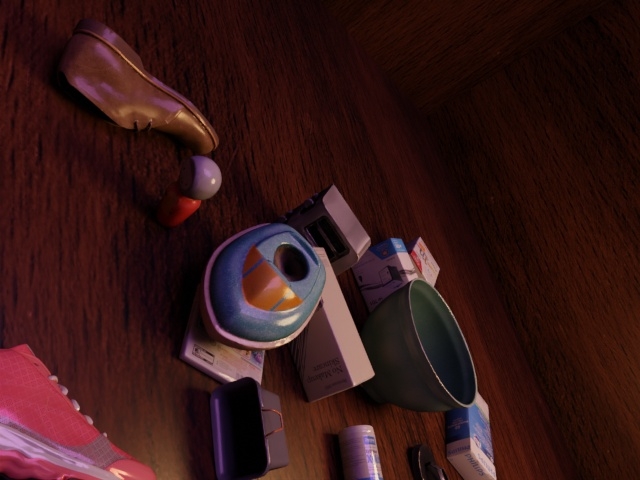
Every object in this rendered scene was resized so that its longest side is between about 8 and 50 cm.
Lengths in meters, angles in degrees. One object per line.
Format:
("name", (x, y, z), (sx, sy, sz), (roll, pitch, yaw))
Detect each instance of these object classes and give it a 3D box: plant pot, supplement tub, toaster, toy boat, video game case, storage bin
("plant pot", (0.195, 0.256, 1.135), (0.293, 0.196, 0.293), (42, 33, -35))
("supplement tub", (0.073, 0.401, 0.915), (0.071, 0.071, 0.107), (32, 39, -45))
("toaster", (0.000, 0.000, 1.078), (0.186, 0.168, 0.110), (56, 29, -8))
("toy boat", (-0.124, 0.018, 0.797), (0.318, 0.148, 0.267), (47, 38, -6))
("video game case", (-0.150, 0.162, 0.811), (0.157, 0.019, 0.143), (42, 31, -32))
("storage bin", (-0.091, 0.276, 0.730), (0.091, 0.098, 0.135), (40, 32, -56))

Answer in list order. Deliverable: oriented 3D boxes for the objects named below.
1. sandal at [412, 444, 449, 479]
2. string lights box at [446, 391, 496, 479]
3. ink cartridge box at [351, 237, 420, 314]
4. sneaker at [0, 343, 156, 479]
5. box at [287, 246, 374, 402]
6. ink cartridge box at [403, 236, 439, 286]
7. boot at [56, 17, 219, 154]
("sandal", (0.280, 0.580, 1.128), (0.097, 0.054, 0.255), (-2, 66, -61))
("string lights box", (0.415, 0.528, 1.399), (0.133, 0.076, 0.260), (52, 27, -16))
("ink cartridge box", (0.178, 0.107, 1.316), (0.082, 0.139, 0.191), (7, 58, -60))
("sneaker", (-0.274, 0.168, 0.472), (0.314, 0.115, 0.136), (42, 30, -33))
("box", (-0.008, 0.156, 0.968), (0.094, 0.113, 0.275), (3, 60, -60))
("ink cartridge box", (0.264, 0.089, 1.505), (0.128, 0.127, 0.176), (58, 25, -5))
("boot", (-0.305, -0.221, 0.860), (0.305, 0.112, 0.115), (38, 64, -46))
